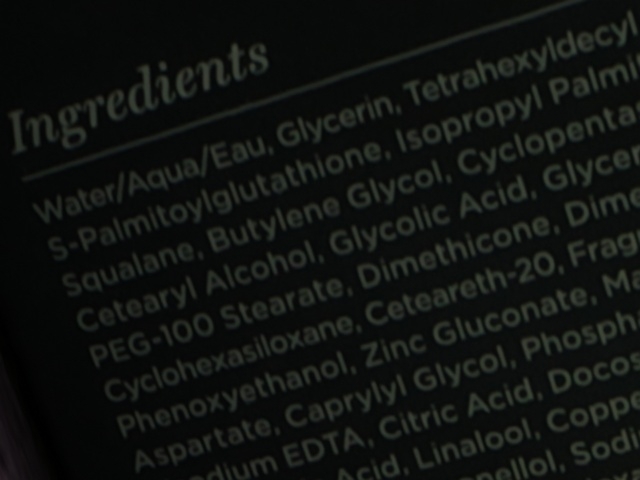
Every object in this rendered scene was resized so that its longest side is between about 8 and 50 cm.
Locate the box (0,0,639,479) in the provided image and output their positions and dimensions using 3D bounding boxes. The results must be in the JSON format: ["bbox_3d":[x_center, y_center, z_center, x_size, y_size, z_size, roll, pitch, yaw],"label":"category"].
[{"bbox_3d":[0.052,-0.012,0.533,0.293,0.212,0.395,-68,139,-73],"label":"box"}]
